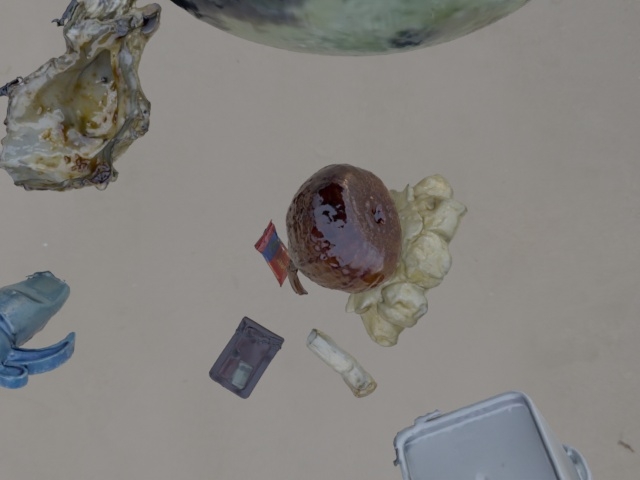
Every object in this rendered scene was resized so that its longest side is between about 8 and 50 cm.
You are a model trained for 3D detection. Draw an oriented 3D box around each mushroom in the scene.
[{"bbox_3d":[0.044,0.263,1.424,0.059,0.054,0.202,-39,108,9],"label":"mushroom"}]

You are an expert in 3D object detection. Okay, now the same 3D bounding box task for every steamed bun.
[{"bbox_3d":[0.123,0.014,1.131,0.137,0.295,0.292,22,50,-6],"label":"steamed bun"}]

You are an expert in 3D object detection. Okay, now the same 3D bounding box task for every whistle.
[{"bbox_3d":[-0.402,0.119,0.789,0.180,0.269,0.093,22,122,14],"label":"whistle"}]

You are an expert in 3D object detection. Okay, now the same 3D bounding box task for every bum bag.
[{"bbox_3d":[-0.163,0.258,1.466,0.109,0.026,0.159,31,76,9],"label":"bum bag"}]

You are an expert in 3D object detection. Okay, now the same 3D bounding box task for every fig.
[{"bbox_3d":[0.000,0.000,0.786,0.134,0.201,0.146,22,61,-29],"label":"fig"}]

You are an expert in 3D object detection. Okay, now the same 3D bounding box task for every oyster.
[{"bbox_3d":[-0.328,-0.216,0.929,0.198,0.133,0.336,11,76,-3],"label":"oyster"}]

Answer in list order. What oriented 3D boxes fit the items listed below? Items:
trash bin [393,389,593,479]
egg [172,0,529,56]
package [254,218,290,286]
[{"bbox_3d":[0.252,0.381,0.852,0.256,0.367,0.296,-22,47,12],"label":"trash bin"},{"bbox_3d":[0.006,-0.313,0.498,0.428,0.345,0.345,27,88,9],"label":"egg"},{"bbox_3d":[-0.110,0.036,1.660,0.022,0.200,0.083,14,62,27],"label":"package"}]
